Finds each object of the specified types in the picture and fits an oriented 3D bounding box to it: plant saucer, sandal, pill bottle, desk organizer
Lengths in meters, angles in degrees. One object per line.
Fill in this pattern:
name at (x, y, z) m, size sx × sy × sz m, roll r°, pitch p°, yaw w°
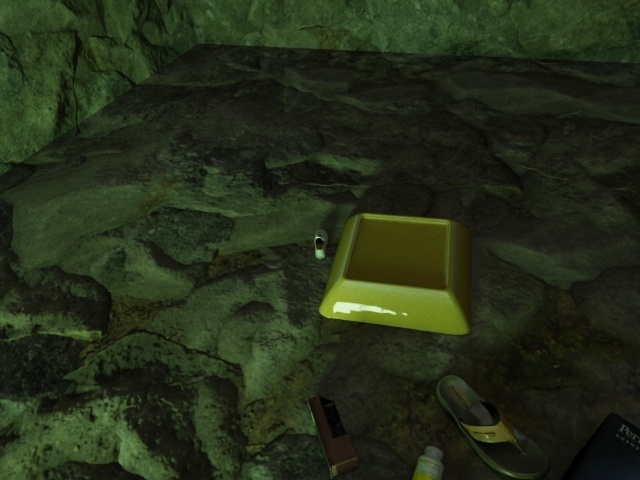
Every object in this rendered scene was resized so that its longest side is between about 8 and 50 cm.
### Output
plant saucer at (0.187, 0.044, 1.026) m, size 0.332 × 0.081 × 0.333 m, roll 5°, pitch 44°, yaw 14°
sandal at (0.287, 0.308, 0.745) m, size 0.090 × 0.060 × 0.219 m, roll -25°, pitch 46°, yaw -17°
pill bottle at (0.173, 0.379, 0.700) m, size 0.043 × 0.043 × 0.083 m, roll 14°, pitch 47°, yaw 22°
desk organizer at (0.020, 0.338, 0.765) m, size 0.050 × 0.047 × 0.130 m, roll -15°, pitch 44°, yaw -11°

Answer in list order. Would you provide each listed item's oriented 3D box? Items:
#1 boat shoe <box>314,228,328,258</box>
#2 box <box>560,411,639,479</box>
boat shoe at (0.000, 0.000, 1.132) m, size 0.035 × 0.035 × 0.100 m, roll -1°, pitch 44°, yaw 8°
box at (0.406, 0.433, 0.511) m, size 0.294 × 0.183 × 0.296 m, roll -35°, pitch 50°, yaw -28°
